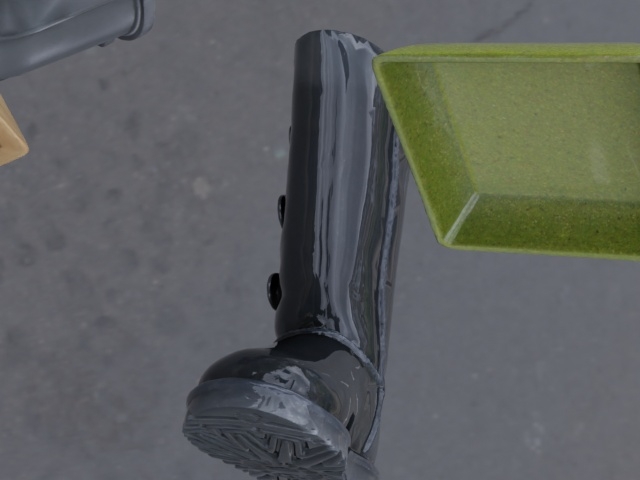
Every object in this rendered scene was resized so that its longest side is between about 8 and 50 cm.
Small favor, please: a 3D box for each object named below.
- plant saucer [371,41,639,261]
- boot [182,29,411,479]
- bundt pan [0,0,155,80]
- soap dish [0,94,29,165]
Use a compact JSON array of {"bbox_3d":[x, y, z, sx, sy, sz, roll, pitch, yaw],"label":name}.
[{"bbox_3d":[0.148,-0.066,1.035,0.045,0.188,0.188,-67,148,-35],"label":"plant saucer"},{"bbox_3d":[0.000,0.001,1.514,0.367,0.146,0.445,63,35,-68],"label":"boot"},{"bbox_3d":[-0.230,-0.222,0.854,0.124,0.331,0.331,-35,106,-21],"label":"bundt pan"},{"bbox_3d":[-0.395,-0.102,1.156,0.229,0.291,0.118,53,23,-43],"label":"soap dish"}]
